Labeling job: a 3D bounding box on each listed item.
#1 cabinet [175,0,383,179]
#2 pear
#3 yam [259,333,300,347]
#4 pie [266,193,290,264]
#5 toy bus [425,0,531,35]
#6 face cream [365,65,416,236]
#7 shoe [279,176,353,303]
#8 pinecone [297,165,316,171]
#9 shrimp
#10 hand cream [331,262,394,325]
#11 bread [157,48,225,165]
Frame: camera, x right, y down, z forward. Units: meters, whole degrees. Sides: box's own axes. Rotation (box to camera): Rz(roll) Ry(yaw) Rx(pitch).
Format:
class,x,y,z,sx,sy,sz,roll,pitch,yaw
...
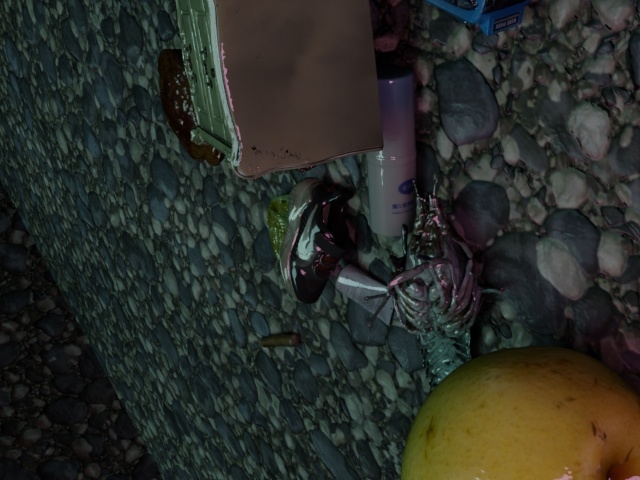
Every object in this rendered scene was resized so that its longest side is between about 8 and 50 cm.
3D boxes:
class,x,y,z,sx,sy,sz,roll,pitch,yaw
cabinet,-0.087,-0.279,1.248,0.318,0.228,0.289,-144,42,-63
pear,0.272,0.303,1.057,0.348,0.348,0.348,35,136,42
yam,-0.091,0.221,1.842,0.145,0.032,0.032,-15,97,58
pie,-0.047,-0.008,1.617,0.187,0.041,0.186,36,137,41
toy bus,0.158,-0.356,1.013,0.246,0.114,0.134,42,145,38
face cream,0.107,-0.133,1.266,0.077,0.077,0.250,26,130,47
shoe,0.000,0.000,1.467,0.112,0.099,0.227,1,88,42
pinecone,-0.036,-0.157,1.471,0.083,0.077,0.077,-82,-14,-66
shrimp,0.174,0.106,1.262,0.222,0.166,0.410,1,129,22
hand cream,0.076,0.086,1.496,0.142,0.053,0.084,32,137,22
bread,-0.235,-0.268,1.645,0.246,0.135,0.232,47,144,29
